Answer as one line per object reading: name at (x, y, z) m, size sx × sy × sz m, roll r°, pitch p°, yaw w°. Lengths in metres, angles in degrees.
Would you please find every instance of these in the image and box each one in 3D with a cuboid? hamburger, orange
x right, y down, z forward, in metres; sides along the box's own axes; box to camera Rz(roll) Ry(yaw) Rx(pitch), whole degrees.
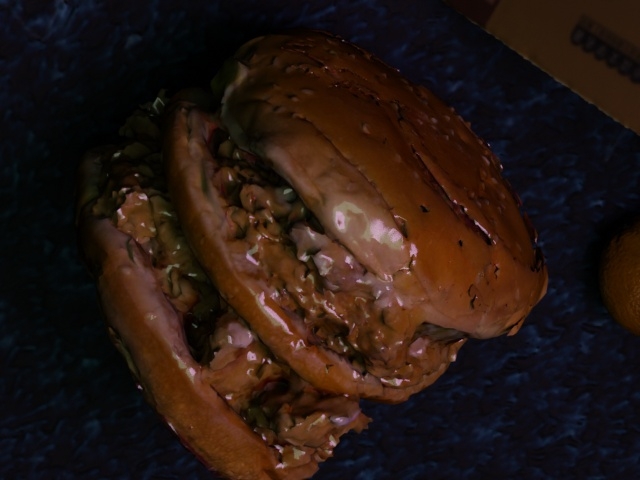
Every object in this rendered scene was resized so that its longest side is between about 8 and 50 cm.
hamburger at (-0.010, -0.001, 1.131) m, size 0.211 × 0.260 × 0.245 m, roll -37°, pitch 72°, yaw 19°
orange at (0.219, 0.024, 1.275) m, size 0.085 × 0.085 × 0.085 m, roll -5°, pitch 112°, yaw -12°

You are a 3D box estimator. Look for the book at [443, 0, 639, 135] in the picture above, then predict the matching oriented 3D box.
book at (0.246, -0.243, 1.081) m, size 0.032 × 0.269 × 0.389 m, roll 19°, pitch 106°, yaw -48°
